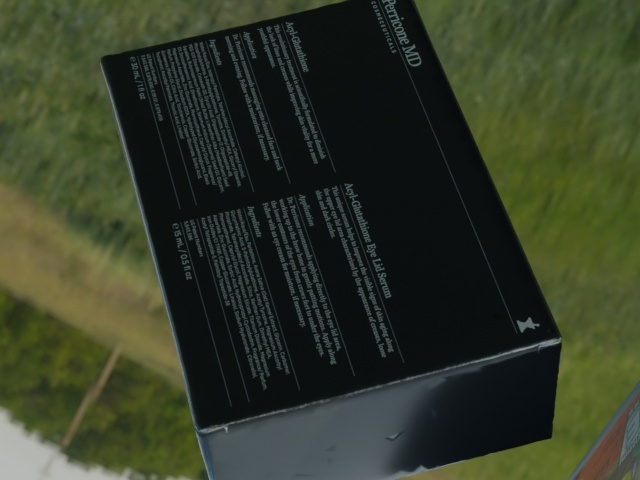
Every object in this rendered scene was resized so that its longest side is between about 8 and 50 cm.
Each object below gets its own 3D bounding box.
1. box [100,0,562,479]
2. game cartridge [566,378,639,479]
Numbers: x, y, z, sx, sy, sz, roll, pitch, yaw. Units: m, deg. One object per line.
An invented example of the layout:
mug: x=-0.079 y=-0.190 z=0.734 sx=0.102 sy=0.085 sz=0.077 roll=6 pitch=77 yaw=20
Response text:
box: x=0.000 y=0.000 z=0.910 sx=0.103 sy=0.184 sz=0.261 roll=81 pitch=173 yaw=-52
game cartridge: x=0.167 y=0.174 z=0.922 sx=0.060 sy=0.196 sz=0.294 roll=21 pitch=135 yaw=-3
